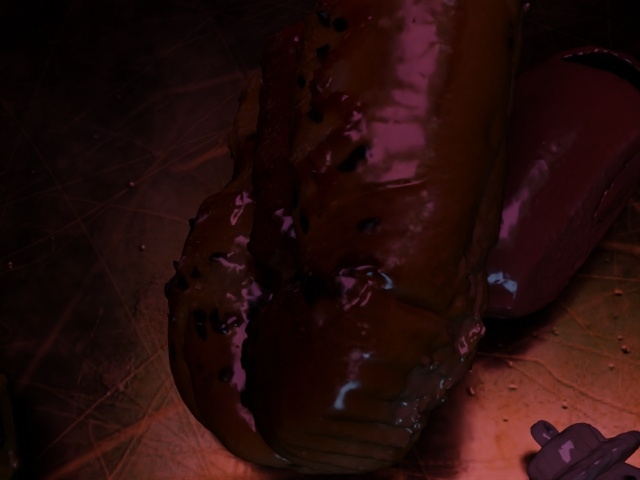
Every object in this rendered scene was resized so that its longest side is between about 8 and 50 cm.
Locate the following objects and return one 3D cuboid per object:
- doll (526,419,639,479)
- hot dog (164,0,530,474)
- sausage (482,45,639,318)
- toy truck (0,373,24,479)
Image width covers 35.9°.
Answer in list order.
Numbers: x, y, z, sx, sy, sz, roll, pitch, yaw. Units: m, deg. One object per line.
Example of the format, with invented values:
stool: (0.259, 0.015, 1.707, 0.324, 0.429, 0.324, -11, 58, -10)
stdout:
doll: (0.259, 0.256, 0.752, 0.138, 0.119, 0.293, -10, 56, -46)
hot dog: (0.000, 0.000, 0.796, 0.196, 0.367, 0.366, 14, 75, -23)
sausage: (0.197, -0.055, 0.881, 0.152, 0.152, 0.280, 35, 75, 20)
toy truck: (-0.372, 0.174, 0.837, 0.224, 0.165, 0.147, -16, 66, 0)
